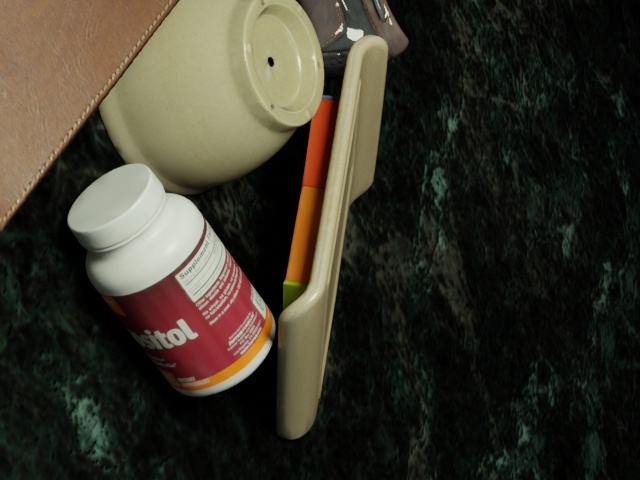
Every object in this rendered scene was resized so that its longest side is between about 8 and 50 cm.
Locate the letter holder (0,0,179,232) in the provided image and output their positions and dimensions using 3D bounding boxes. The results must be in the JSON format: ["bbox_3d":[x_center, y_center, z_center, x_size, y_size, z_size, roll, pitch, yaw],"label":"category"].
[{"bbox_3d":[-0.216,-0.165,0.991,0.214,0.152,0.302,59,39,-27],"label":"letter holder"}]

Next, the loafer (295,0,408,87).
[{"bbox_3d":[-0.003,-0.265,1.350,0.109,0.095,0.302,27,51,-74],"label":"loafer"}]

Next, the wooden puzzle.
[{"bbox_3d":[0.000,0.000,1.294,0.221,0.044,0.238,93,10,-61],"label":"wooden puzzle"}]

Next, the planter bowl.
[{"bbox_3d":[-0.066,-0.118,1.240,0.162,0.109,0.162,18,68,-54],"label":"planter bowl"}]

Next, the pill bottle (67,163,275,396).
[{"bbox_3d":[-0.101,0.025,1.174,0.152,0.086,0.086,56,41,-31],"label":"pill bottle"}]
